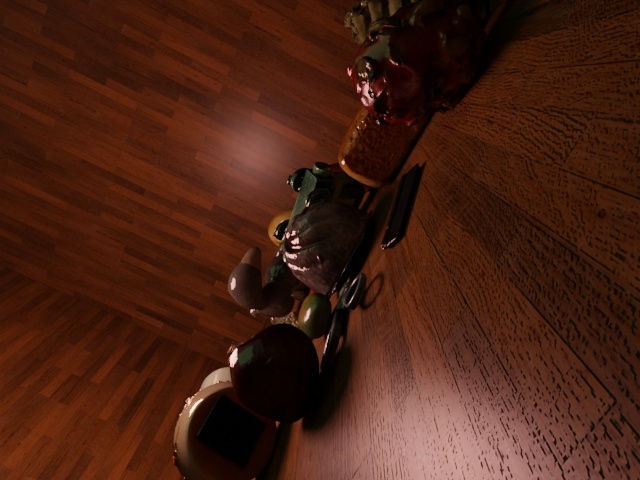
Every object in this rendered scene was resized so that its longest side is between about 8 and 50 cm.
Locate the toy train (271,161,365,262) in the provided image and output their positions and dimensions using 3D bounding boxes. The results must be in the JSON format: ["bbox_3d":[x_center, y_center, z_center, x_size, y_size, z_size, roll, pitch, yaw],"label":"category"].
[{"bbox_3d":[-0.007,-0.090,1.587,0.160,0.253,0.397,48,130,39],"label":"toy train"}]

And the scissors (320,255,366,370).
[{"bbox_3d":[0.065,0.141,1.180,0.383,0.029,0.256,-71,3,-70],"label":"scissors"}]

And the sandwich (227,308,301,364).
[{"bbox_3d":[-0.168,0.343,1.500,0.100,0.254,0.288,66,149,21],"label":"sandwich"}]

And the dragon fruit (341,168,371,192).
[{"bbox_3d":[0.155,-0.273,1.698,0.262,0.162,0.189,-73,-17,-54],"label":"dragon fruit"}]

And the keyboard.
[{"bbox_3d":[0.191,-0.080,1.057,0.072,0.023,0.231,-43,21,55],"label":"keyboard"}]

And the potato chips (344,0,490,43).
[{"bbox_3d":[0.247,-0.563,1.170,0.429,0.358,0.070,-5,-88,-75],"label":"potato chips"}]

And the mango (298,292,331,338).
[{"bbox_3d":[-0.011,0.203,1.244,0.195,0.091,0.130,114,172,-67],"label":"mango"}]

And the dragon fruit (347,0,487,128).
[{"bbox_3d":[0.216,-0.404,1.013,0.291,0.250,0.269,-23,-5,42],"label":"dragon fruit"}]

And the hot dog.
[{"bbox_3d":[0.208,-0.370,1.342,0.405,0.185,0.223,-60,8,29],"label":"hot dog"}]

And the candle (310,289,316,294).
[{"bbox_3d":[-0.012,0.192,1.570,0.052,0.052,0.131,-60,7,40],"label":"candle"}]

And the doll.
[{"bbox_3d":[-0.190,0.154,2.000,0.379,0.252,0.383,48,-128,-53],"label":"doll"}]

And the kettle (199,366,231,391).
[{"bbox_3d":[-0.365,0.724,1.714,0.377,0.249,0.362,-124,39,-80],"label":"kettle"}]

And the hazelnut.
[{"bbox_3d":[-0.093,0.319,1.059,0.230,0.229,0.229,-63,6,12],"label":"hazelnut"}]

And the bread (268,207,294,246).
[{"bbox_3d":[-0.091,-0.055,2.246,0.333,0.332,0.160,125,131,-59],"label":"bread"}]

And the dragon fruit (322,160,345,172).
[{"bbox_3d":[0.029,-0.176,1.921,0.371,0.248,0.386,115,179,-52],"label":"dragon fruit"}]

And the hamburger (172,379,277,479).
[{"bbox_3d":[-0.260,0.532,1.241,0.179,0.276,0.294,-35,23,56],"label":"hamburger"}]

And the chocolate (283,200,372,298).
[{"bbox_3d":[0.000,0.000,1.362,0.303,0.212,0.303,-63,-1,-3],"label":"chocolate"}]
